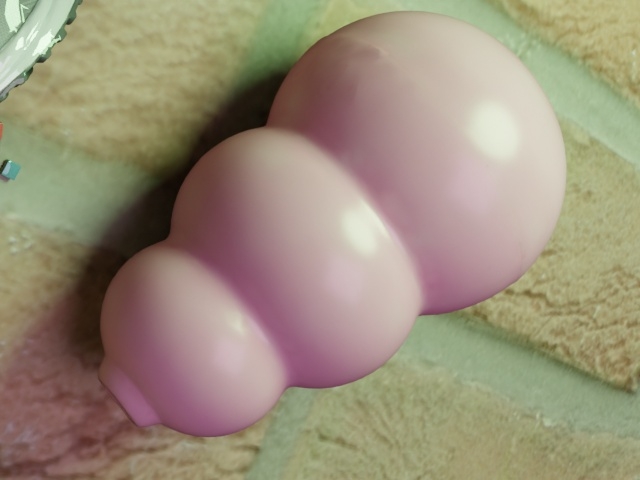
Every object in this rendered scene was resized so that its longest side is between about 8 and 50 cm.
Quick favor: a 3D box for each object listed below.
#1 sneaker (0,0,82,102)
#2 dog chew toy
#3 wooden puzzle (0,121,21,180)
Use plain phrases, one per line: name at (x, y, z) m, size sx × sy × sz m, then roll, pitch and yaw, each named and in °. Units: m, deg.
sneaker at (-0.168, -0.165, 0.662) m, size 0.108 × 0.100 × 0.272 m, roll 40°, pitch 74°, yaw -32°
dog chew toy at (0.000, 0.000, 0.813) m, size 0.332 × 0.206 × 0.207 m, roll -39°, pitch 130°, yaw -15°
wooden puzzle at (-0.210, -0.045, 0.724) m, size 0.083 × 0.006 × 0.049 m, roll -3°, pitch 109°, yaw -42°
